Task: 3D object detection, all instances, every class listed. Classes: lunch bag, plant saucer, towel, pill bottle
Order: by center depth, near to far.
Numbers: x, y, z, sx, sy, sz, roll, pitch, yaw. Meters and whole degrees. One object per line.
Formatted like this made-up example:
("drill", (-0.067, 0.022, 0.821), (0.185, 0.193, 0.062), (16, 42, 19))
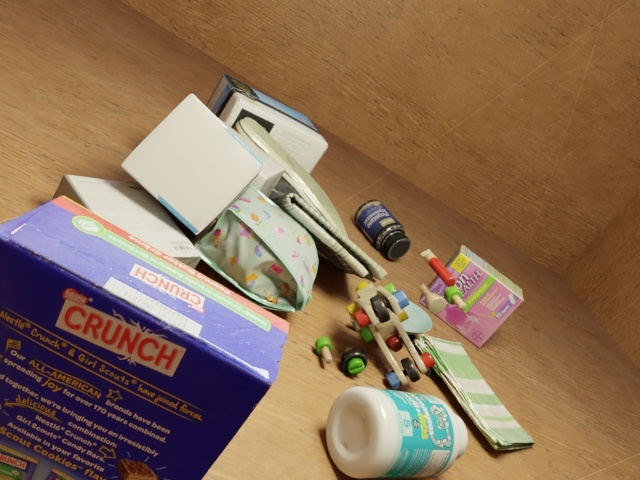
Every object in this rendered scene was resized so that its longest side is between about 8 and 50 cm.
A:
("pill bottle", (0.148, 0.345, 0.971), (0.264, 0.146, 0.146), (19, 27, -38))
("lunch bag", (-0.119, 0.028, 1.209), (0.262, 0.160, 0.223), (42, 19, -9))
("towel", (0.394, 0.380, 1.383), (0.248, 0.038, 0.325), (22, 26, -49))
("towel", (0.000, 0.000, 1.424), (0.324, 0.056, 0.312), (40, -10, -13))
("plant saucer", (0.204, 0.205, 1.468), (0.195, 0.037, 0.195), (16, 21, -6))
("pill bottle", (0.224, -0.038, 1.934), (0.123, 0.123, 0.219), (15, 29, -43))

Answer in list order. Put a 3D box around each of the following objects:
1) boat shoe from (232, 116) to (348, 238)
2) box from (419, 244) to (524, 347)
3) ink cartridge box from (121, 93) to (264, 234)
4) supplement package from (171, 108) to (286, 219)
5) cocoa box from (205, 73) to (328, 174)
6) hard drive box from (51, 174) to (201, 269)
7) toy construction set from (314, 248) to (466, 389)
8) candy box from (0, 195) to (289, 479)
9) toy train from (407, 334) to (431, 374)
("boat shoe", (-0.101, -0.140, 1.627), (0.500, 0.156, 0.187), (45, 15, -18))
("box", (0.483, 0.177, 1.744), (0.243, 0.213, 0.117), (38, 21, 6))
("ink cartridge box", (-0.262, -0.150, 1.164), (0.198, 0.197, 0.270), (44, -5, -8))
("supplement package", (-0.272, -0.196, 1.435), (0.293, 0.177, 0.175), (37, 21, 1))
("cocoa box", (-0.199, -0.336, 1.768), (0.347, 0.231, 0.228), (20, 25, -35))
("hard drive box", (-0.367, -0.014, 1.024), (0.232, 0.089, 0.181), (47, 23, 26))
("toy construction set", (0.160, 0.147, 1.234), (0.257, 0.309, 0.237), (34, 14, -27))
("candy box", (-0.229, 0.158, 0.551), (0.268, 0.317, 0.122), (32, 21, -10))
("toy train", (0.247, 0.286, 1.415), (0.036, 0.027, 0.158), (19, 26, -28))
